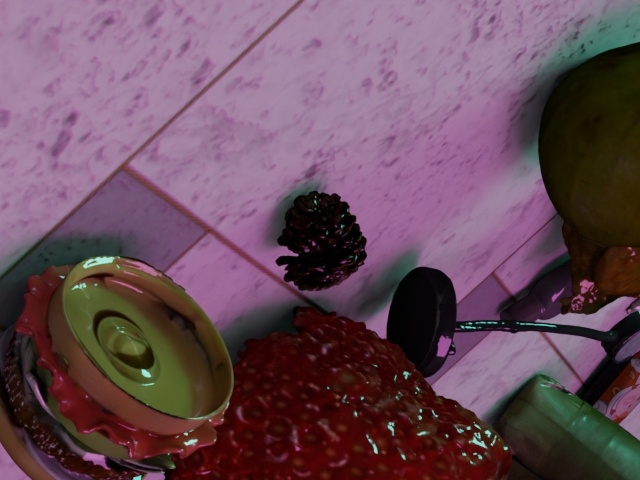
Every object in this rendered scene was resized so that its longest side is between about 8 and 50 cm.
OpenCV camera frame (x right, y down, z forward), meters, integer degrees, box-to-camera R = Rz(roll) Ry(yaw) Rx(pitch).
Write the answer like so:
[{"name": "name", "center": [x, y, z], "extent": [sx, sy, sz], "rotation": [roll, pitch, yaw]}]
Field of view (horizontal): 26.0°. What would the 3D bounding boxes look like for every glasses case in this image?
[{"name": "glasses case", "center": [0.458, 0.214, 2.088], "extent": [0.103, 0.067, 0.266], "rotation": [-10, 141, -44]}]

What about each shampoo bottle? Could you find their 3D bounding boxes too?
[{"name": "shampoo bottle", "center": [0.284, 0.058, 1.636], "extent": [0.165, 0.040, 0.080], "rotation": [-30, 154, -24]}]

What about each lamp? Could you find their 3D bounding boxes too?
[{"name": "lamp", "center": [0.217, 0.071, 1.444], "extent": [0.371, 0.108, 0.130], "rotation": [-7, 139, -38]}]

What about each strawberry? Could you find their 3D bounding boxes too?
[{"name": "strawberry", "center": [0.008, 0.199, 1.260], "extent": [0.261, 0.257, 0.261], "rotation": [-40, 162, -16]}]

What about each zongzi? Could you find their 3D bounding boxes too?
[{"name": "zongzi", "center": [0.387, 0.379, 1.979], "extent": [0.160, 0.323, 0.360], "rotation": [-41, 159, -18]}]

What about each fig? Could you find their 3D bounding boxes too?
[{"name": "fig", "center": [0.301, -0.072, 1.274], "extent": [0.203, 0.203, 0.225], "rotation": [-25, 143, -29]}]

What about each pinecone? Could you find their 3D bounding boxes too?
[{"name": "pinecone", "center": [0.000, 0.000, 1.130], "extent": [0.077, 0.077, 0.083], "rotation": [-23, 117, -33]}]

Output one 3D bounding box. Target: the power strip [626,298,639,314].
[{"name": "power strip", "center": [0.552, 0.045, 1.977], "extent": [0.270, 0.046, 0.118], "rotation": [-23, 149, -31]}]

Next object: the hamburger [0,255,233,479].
[{"name": "hamburger", "center": [-0.156, 0.103, 0.976], "extent": [0.137, 0.175, 0.175], "rotation": [-43, 156, 29]}]

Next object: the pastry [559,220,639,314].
[{"name": "pastry", "center": [0.372, -0.041, 1.523], "extent": [0.240, 0.132, 0.235], "rotation": [-14, 153, -31]}]
